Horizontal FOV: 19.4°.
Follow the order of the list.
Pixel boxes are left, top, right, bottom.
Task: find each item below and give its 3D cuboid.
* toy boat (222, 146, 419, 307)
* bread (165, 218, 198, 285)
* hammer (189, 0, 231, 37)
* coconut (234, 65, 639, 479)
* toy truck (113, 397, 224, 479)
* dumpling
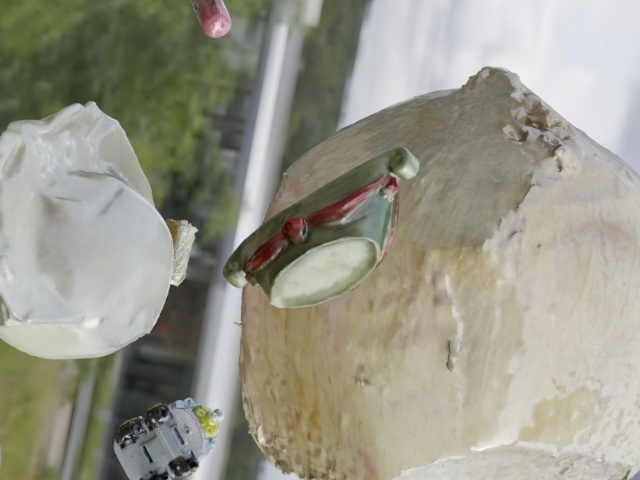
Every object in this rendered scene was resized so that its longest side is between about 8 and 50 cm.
[{"bbox_3d":[0.001,0.000,1.416,0.185,0.089,0.071,-32,-140,23],"label":"toy boat"},{"bbox_3d":[-0.167,0.013,2.021,0.083,0.035,0.070,-2,-107,57],"label":"bread"},{"bbox_3d":[-0.140,-0.290,2.349,0.043,0.043,0.083,102,-28,-45],"label":"hammer"},{"bbox_3d":[0.129,0.032,1.652,0.404,0.405,0.404,-170,-90,-88],"label":"coconut"},{"bbox_3d":[-0.141,0.194,1.835,0.077,0.111,0.076,-20,81,-58],"label":"toy truck"},{"bbox_3d":[-0.182,-0.008,1.390,0.258,0.147,0.193,23,67,-68],"label":"dumpling"}]
